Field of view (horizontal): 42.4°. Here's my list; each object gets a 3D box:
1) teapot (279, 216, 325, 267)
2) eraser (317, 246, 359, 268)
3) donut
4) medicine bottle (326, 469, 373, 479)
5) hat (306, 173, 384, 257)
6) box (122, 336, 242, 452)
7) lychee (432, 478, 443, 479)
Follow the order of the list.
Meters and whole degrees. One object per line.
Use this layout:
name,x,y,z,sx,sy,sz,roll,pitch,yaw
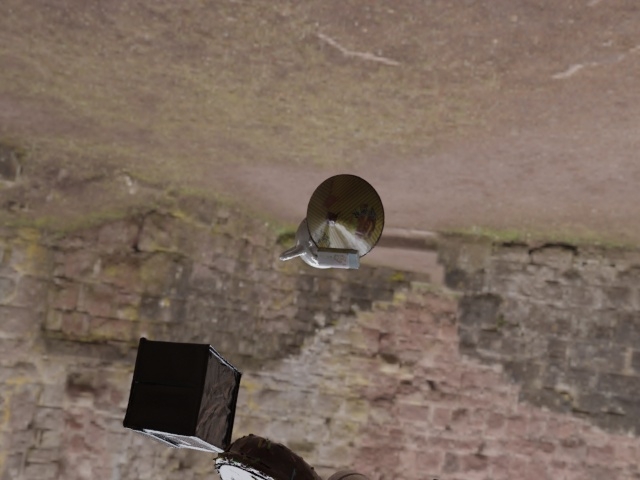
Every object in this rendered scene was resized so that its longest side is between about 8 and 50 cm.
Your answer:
teapot,0.000,0.000,2.037,0.226,0.145,0.092,-25,-170,-10
eraser,0.036,0.035,1.641,0.083,0.038,0.019,4,-151,20
donut,-0.089,0.449,1.534,0.235,0.089,0.235,24,145,18
medicine bottle,0.090,0.598,1.850,0.133,0.134,0.249,9,174,-14
hat,0.038,-0.048,1.783,0.192,0.193,0.082,4,-174,26
box,-0.375,0.442,2.313,0.204,0.251,0.345,3,159,12
lychee,0.268,0.720,2.028,0.260,0.261,0.260,7,173,1
